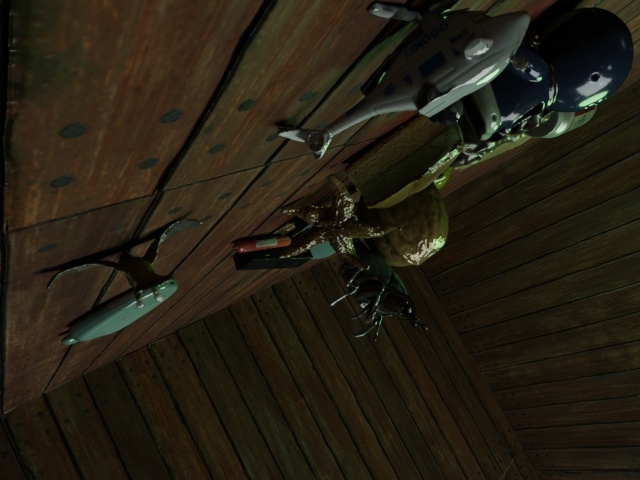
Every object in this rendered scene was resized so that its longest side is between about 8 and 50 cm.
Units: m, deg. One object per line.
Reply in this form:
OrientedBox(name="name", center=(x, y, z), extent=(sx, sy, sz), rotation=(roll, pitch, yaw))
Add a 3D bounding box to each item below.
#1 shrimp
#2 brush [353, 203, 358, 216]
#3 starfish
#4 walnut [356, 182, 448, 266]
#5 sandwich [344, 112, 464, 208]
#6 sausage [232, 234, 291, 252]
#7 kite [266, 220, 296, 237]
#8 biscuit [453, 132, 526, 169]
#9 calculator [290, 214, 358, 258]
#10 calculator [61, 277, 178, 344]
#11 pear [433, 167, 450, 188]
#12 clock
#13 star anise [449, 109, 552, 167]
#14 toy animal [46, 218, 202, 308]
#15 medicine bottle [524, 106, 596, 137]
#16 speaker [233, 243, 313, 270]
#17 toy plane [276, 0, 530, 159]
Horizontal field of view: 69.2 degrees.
OrientedBox(name="shrimp", center=(0.089, 0.083, 1.130), extent=(0.166, 0.410, 0.221), rotation=(-37, 168, 19))
OrientedBox(name="brush", center=(0.048, -0.044, 1.490), extent=(0.324, 0.070, 0.051), rotation=(-26, 174, 8))
OrientedBox(name="starfish", center=(0.029, -0.029, 0.999), extent=(0.277, 0.235, 0.062), rotation=(-11, -147, 21))
OrientedBox(name="walnut", center=(0.205, -0.057, 1.171), extent=(0.225, 0.260, 0.225), rotation=(-13, 160, -5))
OrientedBox(name="sandwich", center=(0.181, -0.159, 0.918), extent=(0.220, 0.108, 0.186), rotation=(-33, 173, 21))
OrientedBox(name="sausage", center=(-0.141, 0.007, 1.159), extent=(0.034, 0.034, 0.253), rotation=(-31, 171, 25))
OrientedBox(name="kite", center=(-0.104, -0.019, 1.278), extent=(0.198, 0.006, 0.244), rotation=(-27, 173, -19))
OrientedBox(name="biscuit", center=(0.550, -0.316, 1.411), extent=(0.426, 0.078, 0.144), rotation=(-24, 172, -40))
OrientedBox(name="calculator", center=(0.000, 0.000, 1.397), extent=(0.186, 0.041, 0.299), rotation=(9, 147, -40))
OrientedBox(name="calculator", center=(-0.458, 0.167, 1.064), extent=(0.295, 0.042, 0.184), rotation=(-30, 174, 10))
OrientedBox(name="pear", center=(0.300, -0.186, 1.276), extent=(0.107, 0.107, 0.131), rotation=(-28, -174, -2))
OrientedBox(name="clock", center=(0.342, -0.254, 0.716), extent=(0.244, 0.146, 0.199), rotation=(-22, 171, 8))
OrientedBox(name="star anise", center=(0.414, -0.267, 1.058), extent=(0.315, 0.108, 0.315), rotation=(-27, -178, 1))
OrientedBox(name="toy animal", center=(-0.282, 0.057, 0.701), extent=(0.219, 0.095, 0.155), rotation=(-24, 168, -30))
OrientedBox(name="medicine bottle", center=(0.644, -0.354, 1.263), extent=(0.250, 0.131, 0.131), rotation=(-24, 173, -38))
OrientedBox(name="speaker", center=(-0.129, 0.047, 1.288), extent=(0.218, 0.044, 0.082), rotation=(0, 155, -45))
OrientedBox(name="toy plane", center=(0.075, -0.156, 0.486), extent=(0.273, 0.107, 0.182), rotation=(-25, 170, 12))
